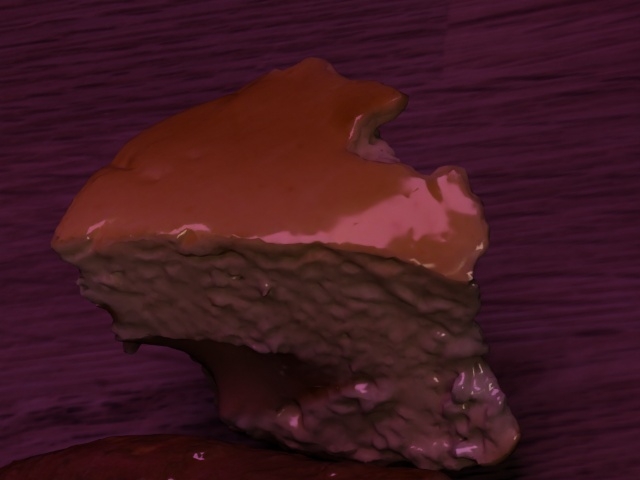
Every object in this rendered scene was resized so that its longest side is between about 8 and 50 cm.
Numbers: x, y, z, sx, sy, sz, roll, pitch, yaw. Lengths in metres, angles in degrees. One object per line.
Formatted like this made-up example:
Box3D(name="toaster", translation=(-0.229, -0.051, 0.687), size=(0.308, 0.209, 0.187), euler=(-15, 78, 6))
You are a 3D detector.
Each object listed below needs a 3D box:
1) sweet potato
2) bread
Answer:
Box3D(name="sweet potato", translation=(-0.072, 0.155, 0.840), size=(0.336, 0.131, 0.131), euler=(2, 45, 39))
Box3D(name="bread", translation=(0.012, -0.004, 0.934), size=(0.224, 0.184, 0.211), euler=(-1, 39, 22))
